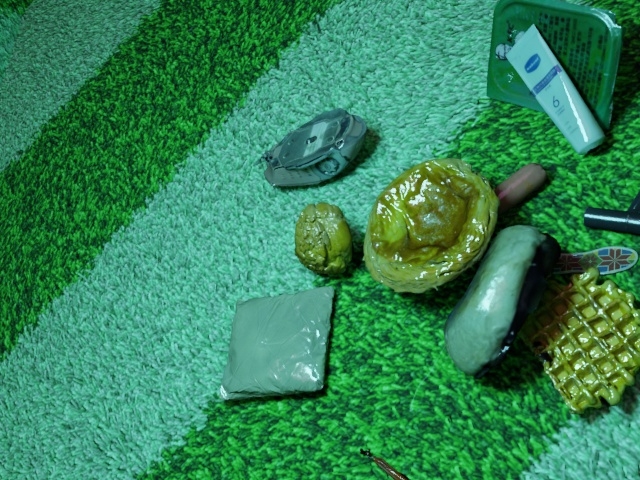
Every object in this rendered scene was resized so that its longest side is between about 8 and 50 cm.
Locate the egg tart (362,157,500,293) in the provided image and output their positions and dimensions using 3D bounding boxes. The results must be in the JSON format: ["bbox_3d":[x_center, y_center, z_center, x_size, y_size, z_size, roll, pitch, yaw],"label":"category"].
[{"bbox_3d":[0.255,-0.021,1.926,0.352,0.150,0.351,-22,48,27],"label":"egg tart"}]

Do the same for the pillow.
[{"bbox_3d":[-0.108,0.242,2.048,0.281,0.076,0.274,-10,56,26],"label":"pillow"}]

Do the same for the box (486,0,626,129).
[{"bbox_3d":[0.556,-0.429,1.981,0.106,0.264,0.337,-22,36,-38],"label":"box"}]

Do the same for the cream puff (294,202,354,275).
[{"bbox_3d":[0.000,0.000,2.062,0.130,0.189,0.189,-14,49,-14],"label":"cream puff"}]

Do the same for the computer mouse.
[{"bbox_3d":[-0.026,-0.221,2.261,0.389,0.115,0.199,-16,38,37],"label":"computer mouse"}]

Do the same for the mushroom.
[{"bbox_3d":[0.356,0.106,1.758,0.344,0.130,0.247,-56,11,-4],"label":"mushroom"}]

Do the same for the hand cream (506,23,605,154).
[{"bbox_3d":[0.537,-0.333,1.938,0.320,0.067,0.109,62,143,18],"label":"hand cream"}]

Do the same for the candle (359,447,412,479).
[{"bbox_3d":[0.145,0.479,1.783,0.167,0.021,0.026,32,102,40],"label":"candle"}]

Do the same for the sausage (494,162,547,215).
[{"bbox_3d":[0.443,-0.117,1.934,0.154,0.062,0.062,-38,49,6],"label":"sausage"}]

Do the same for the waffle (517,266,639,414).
[{"bbox_3d":[0.510,0.197,1.702,0.283,0.065,0.309,3,61,34],"label":"waffle"}]

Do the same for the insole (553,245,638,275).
[{"bbox_3d":[0.566,0.045,1.796,0.194,0.006,0.065,-4,60,29],"label":"insole"}]

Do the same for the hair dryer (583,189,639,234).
[{"bbox_3d":[0.666,-0.100,1.801,0.173,0.050,0.194,10,64,35],"label":"hair dryer"}]
